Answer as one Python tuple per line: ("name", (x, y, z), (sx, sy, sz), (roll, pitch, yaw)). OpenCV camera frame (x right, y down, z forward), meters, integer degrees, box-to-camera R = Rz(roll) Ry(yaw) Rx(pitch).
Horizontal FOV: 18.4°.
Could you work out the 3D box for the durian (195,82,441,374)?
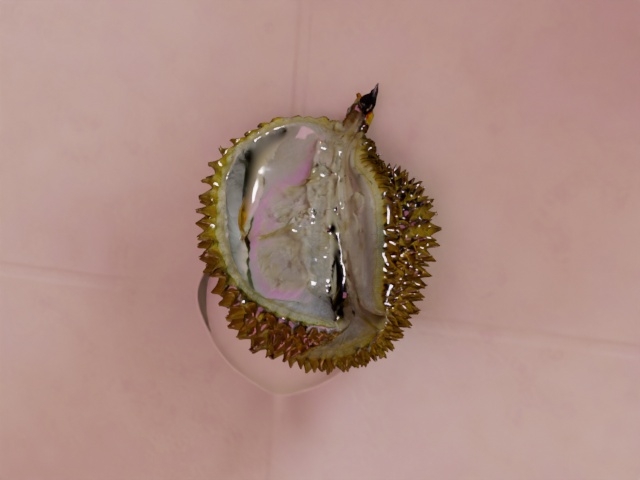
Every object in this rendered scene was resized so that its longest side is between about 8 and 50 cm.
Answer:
("durian", (0.000, 0.000, 1.581), (0.193, 0.138, 0.237), (19, 63, 11))
